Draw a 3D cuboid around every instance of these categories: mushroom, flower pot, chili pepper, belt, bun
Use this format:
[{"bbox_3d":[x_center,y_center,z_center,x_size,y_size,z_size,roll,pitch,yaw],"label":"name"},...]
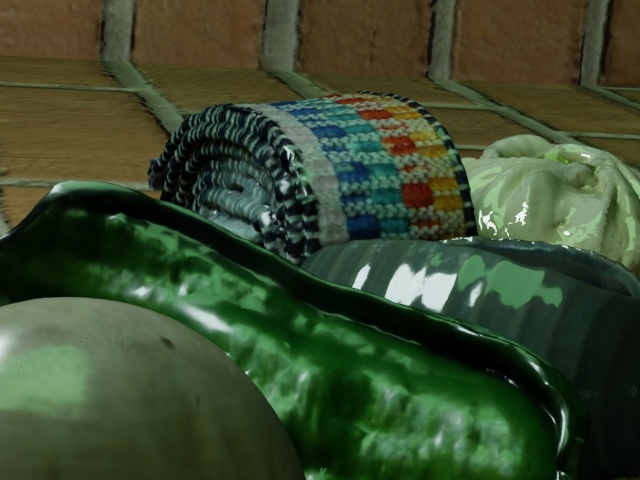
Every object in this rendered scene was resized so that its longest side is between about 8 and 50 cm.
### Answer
[{"bbox_3d":[-0.104,0.130,0.676,0.206,0.206,0.209,-1,-17,-24],"label":"mushroom"},{"bbox_3d":[0.082,0.076,1.022,0.243,0.157,0.189,3,0,37],"label":"flower pot"},{"bbox_3d":[-0.059,0.104,0.849,0.385,0.213,0.167,9,-29,4],"label":"chili pepper"},{"bbox_3d":[0.000,0.000,1.265,0.160,0.206,0.295,-5,2,-23],"label":"belt"},{"bbox_3d":[0.174,0.004,1.361,0.259,0.160,0.259,18,9,-3],"label":"bun"}]

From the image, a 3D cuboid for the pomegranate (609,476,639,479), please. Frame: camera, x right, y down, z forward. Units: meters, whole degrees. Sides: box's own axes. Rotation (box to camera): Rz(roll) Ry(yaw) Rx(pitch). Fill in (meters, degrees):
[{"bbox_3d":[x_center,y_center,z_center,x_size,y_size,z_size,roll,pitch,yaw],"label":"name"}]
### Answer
[{"bbox_3d":[0.166,0.157,0.919,0.085,0.073,0.073,11,14,26],"label":"pomegranate"}]
